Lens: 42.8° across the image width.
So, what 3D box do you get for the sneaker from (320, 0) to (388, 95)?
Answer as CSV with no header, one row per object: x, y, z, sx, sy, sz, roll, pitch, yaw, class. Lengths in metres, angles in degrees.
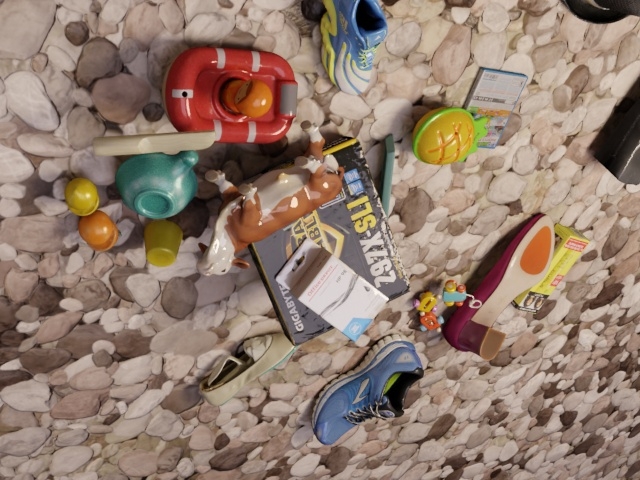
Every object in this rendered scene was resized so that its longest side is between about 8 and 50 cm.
0.057,-0.324,1.346,0.091,0.126,0.240,-25,134,-10,sneaker

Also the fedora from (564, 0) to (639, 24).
0.595,-0.531,1.474,0.334,0.152,0.334,-16,132,-19,fedora

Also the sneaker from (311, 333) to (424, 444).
0.112,0.377,1.941,0.330,0.147,0.129,-47,134,12,sneaker

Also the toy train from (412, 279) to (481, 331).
0.286,0.148,1.909,0.166,0.046,0.125,-31,128,29,toy train

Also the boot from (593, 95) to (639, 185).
0.863,-0.301,1.819,0.366,0.146,0.445,16,113,-27,boot

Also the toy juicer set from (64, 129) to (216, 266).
-0.305,-0.096,1.335,0.209,0.090,0.329,10,137,-16,toy juicer set

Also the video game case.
0.337,-0.262,1.640,0.119,0.015,0.166,1,125,-31,video game case

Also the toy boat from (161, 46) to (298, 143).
-0.127,-0.225,1.281,0.231,0.151,0.151,-3,102,-29,toy boat

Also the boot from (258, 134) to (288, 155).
-0.118,-0.180,1.428,0.106,0.037,0.114,-34,139,-4,boot

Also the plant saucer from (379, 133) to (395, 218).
0.129,-0.112,1.612,0.018,0.067,0.192,2,128,-3,plant saucer

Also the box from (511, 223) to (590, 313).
0.557,0.072,2.013,0.087,0.058,0.232,14,117,-37,box

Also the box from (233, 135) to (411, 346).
0.000,0.000,1.526,0.257,0.079,0.322,-25,108,-13,box

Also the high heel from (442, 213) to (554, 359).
0.415,0.094,1.956,0.127,0.181,0.377,33,86,-29,high heel

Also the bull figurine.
-0.094,-0.065,1.370,0.310,0.101,0.188,-34,152,-16,bull figurine

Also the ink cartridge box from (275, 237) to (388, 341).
0.020,0.089,1.478,0.180,0.060,0.104,38,89,-20,ink cartridge box

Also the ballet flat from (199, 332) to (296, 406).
-0.157,0.261,1.742,0.248,0.086,0.086,-39,135,5,ballet flat

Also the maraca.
0.253,-0.201,1.584,0.185,0.099,0.127,0,133,-40,maraca

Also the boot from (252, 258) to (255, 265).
-0.009,-0.002,1.599,0.258,0.095,0.123,-40,128,-4,boot
